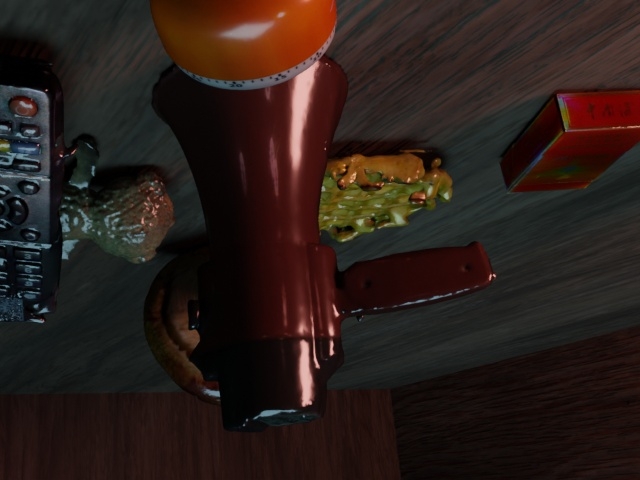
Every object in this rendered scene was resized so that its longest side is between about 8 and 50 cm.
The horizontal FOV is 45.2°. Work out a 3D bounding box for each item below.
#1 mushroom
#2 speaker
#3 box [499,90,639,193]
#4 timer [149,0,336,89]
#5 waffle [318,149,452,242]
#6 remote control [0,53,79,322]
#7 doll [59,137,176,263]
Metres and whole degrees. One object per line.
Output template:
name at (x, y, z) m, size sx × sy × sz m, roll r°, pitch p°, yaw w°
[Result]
mushroom at (-0.131, 0.117, 1.137) m, size 0.267 × 0.267 × 0.254 m, roll -11°, pitch 169°, yaw 15°
speaker at (-0.007, -0.003, 0.725) m, size 0.259 × 0.330 × 0.198 m, roll -7°, pitch 163°, yaw -19°
box at (0.293, -0.112, 0.893) m, size 0.112 × 0.048 × 0.175 m, roll -4°, pitch 162°, yaw -10°
timer at (-0.056, -0.170, 0.535) m, size 0.136 × 0.099 × 0.136 m, roll -12°, pitch 152°, yaw -7°
waffle at (0.017, -0.052, 0.969) m, size 0.280 × 0.060 × 0.262 m, roll -15°, pitch 163°, yaw 36°
remote control at (-0.321, -0.035, 0.769) m, size 0.144 × 0.062 × 0.399 m, roll 5°, pitch 144°, yaw -16°
doll at (-0.318, -0.033, 0.885) m, size 0.285 × 0.091 × 0.203 m, roll -15°, pitch 130°, yaw -7°
